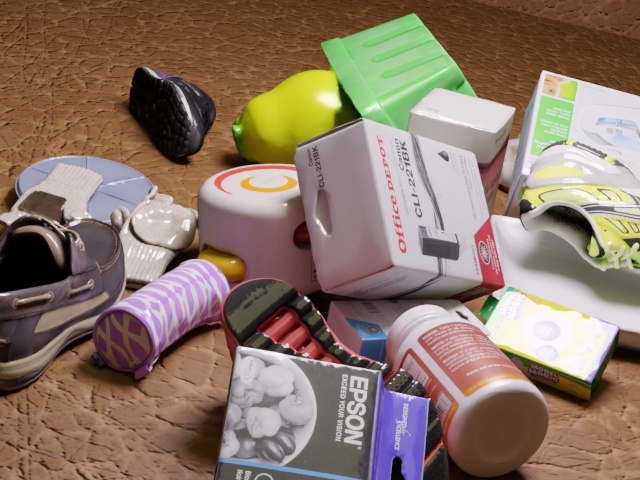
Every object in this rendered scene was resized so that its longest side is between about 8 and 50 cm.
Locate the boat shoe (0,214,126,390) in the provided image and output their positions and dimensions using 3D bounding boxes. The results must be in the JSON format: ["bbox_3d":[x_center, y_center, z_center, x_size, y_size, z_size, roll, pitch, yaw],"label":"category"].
[{"bbox_3d":[-0.311,0.042,1.671,0.132,0.130,0.355,15,26,7],"label":"boat shoe"}]

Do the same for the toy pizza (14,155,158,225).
[{"bbox_3d":[-0.329,-0.062,2.038,0.201,0.032,0.201,9,29,-5],"label":"toy pizza"}]

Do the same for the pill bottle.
[{"bbox_3d":[0.157,0.162,1.632,0.121,0.121,0.216,1,25,-23],"label":"pill bottle"}]

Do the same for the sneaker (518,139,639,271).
[{"bbox_3d":[0.461,-0.001,2.062,0.384,0.145,0.147,24,56,22],"label":"sneaker"}]

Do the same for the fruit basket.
[{"bbox_3d":[0.063,-0.178,2.314,0.392,0.283,0.392,-28,27,16],"label":"fruit basket"}]

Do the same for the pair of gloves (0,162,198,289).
[{"bbox_3d":[-0.287,-0.029,1.922,0.240,0.042,0.204,20,35,10],"label":"pair of gloves"}]

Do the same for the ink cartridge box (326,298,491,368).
[{"bbox_3d":[0.107,0.121,1.783,0.180,0.060,0.104,0,24,-23],"label":"ink cartridge box"}]

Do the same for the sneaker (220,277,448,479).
[{"bbox_3d":[0.015,0.175,1.551,0.116,0.136,0.314,-37,70,-27],"label":"sneaker"}]

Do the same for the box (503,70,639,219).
[{"bbox_3d":[0.444,-0.117,2.292,0.262,0.127,0.231,16,53,2],"label":"box"}]

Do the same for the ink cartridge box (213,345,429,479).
[{"bbox_3d":[0.003,0.215,1.412,0.208,0.045,0.206,10,54,-4],"label":"ink cartridge box"}]

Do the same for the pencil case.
[{"bbox_3d":[-0.182,0.088,1.701,0.088,0.086,0.206,50,32,2],"label":"pencil case"}]

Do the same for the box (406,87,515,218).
[{"bbox_3d":[0.185,-0.082,2.073,0.126,0.232,0.148,16,24,14],"label":"box"}]

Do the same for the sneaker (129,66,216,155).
[{"bbox_3d":[-0.217,-0.216,2.379,0.124,0.107,0.283,7,22,-26],"label":"sneaker"}]

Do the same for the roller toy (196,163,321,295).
[{"bbox_3d":[-0.065,-0.007,1.894,0.191,0.146,0.209,0,20,0],"label":"roller toy"}]

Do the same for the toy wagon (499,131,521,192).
[{"bbox_3d":[0.394,-0.122,2.483,0.344,0.068,0.267,10,22,-1],"label":"toy wagon"}]

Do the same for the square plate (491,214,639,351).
[{"bbox_3d":[0.409,0.073,2.053,0.347,0.049,0.344,12,22,1],"label":"square plate"}]

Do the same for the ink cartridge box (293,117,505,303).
[{"bbox_3d":[0.104,-0.027,1.841,0.114,0.197,0.273,-22,-19,33],"label":"ink cartridge box"}]

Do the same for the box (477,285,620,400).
[{"bbox_3d":[0.277,0.124,1.830,0.179,0.043,0.105,19,51,22],"label":"box"}]
